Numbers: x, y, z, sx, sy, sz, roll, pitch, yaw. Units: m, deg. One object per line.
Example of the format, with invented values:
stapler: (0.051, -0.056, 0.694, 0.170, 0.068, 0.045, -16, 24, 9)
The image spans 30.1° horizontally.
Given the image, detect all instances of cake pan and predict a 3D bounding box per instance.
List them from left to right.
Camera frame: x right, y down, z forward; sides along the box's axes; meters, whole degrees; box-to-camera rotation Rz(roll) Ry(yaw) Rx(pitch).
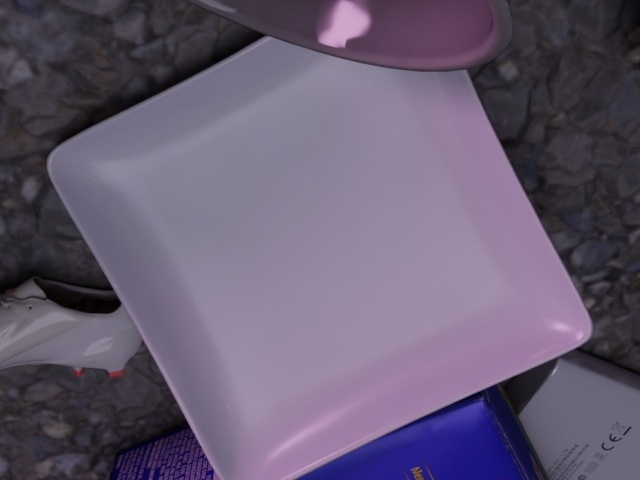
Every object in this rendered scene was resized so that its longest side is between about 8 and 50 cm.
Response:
cake pan: (-0.032, -0.173, 0.608, 0.293, 0.293, 0.054, 25, 82, -23)

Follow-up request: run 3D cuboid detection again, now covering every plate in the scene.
plate: (0.000, 0.000, 0.798, 0.278, 0.045, 0.277, -27, 99, 8)

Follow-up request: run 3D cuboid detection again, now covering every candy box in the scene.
candy box: (0.028, 0.241, 0.935, 0.317, 0.122, 0.268, -22, 116, 13)

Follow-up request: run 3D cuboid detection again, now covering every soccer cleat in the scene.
soccer cleat: (-0.224, 0.061, 0.843, 0.196, 0.068, 0.076, -4, 120, -15)

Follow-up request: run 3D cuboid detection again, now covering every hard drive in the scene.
hard drive: (0.267, 0.215, 1.037, 0.307, 0.040, 0.203, 22, 118, -22)
